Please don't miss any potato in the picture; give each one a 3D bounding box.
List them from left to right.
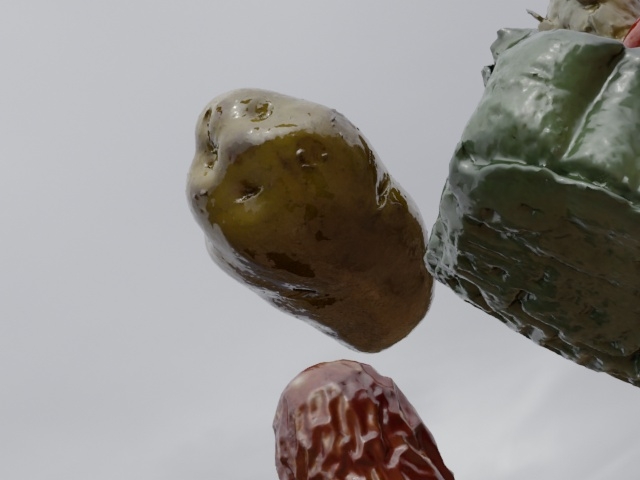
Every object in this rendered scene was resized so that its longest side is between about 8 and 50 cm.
[{"bbox_3d":[0.000,0.000,1.137,0.195,0.176,0.369,-36,-46,2],"label":"potato"}]

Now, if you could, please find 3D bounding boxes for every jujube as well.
[{"bbox_3d":[0.031,0.167,0.781,0.112,0.176,0.109,-16,-19,-37],"label":"jujube"}]

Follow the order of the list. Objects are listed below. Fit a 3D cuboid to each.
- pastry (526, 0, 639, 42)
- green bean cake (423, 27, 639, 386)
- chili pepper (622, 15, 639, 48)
[{"bbox_3d":[0.404,-0.203,1.327,0.329,0.330,0.136,-9,-27,-31],"label":"pastry"},{"bbox_3d":[0.172,-0.010,0.648,0.125,0.222,0.227,-59,-9,-19],"label":"green bean cake"},{"bbox_3d":[0.368,-0.231,1.122,0.071,0.063,0.272,40,-73,-14],"label":"chili pepper"}]
